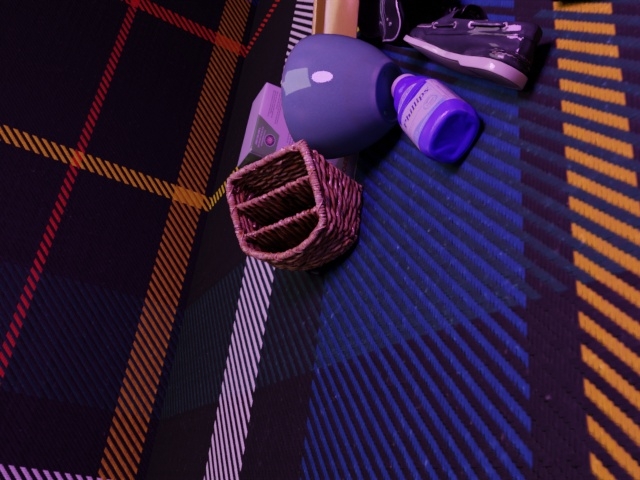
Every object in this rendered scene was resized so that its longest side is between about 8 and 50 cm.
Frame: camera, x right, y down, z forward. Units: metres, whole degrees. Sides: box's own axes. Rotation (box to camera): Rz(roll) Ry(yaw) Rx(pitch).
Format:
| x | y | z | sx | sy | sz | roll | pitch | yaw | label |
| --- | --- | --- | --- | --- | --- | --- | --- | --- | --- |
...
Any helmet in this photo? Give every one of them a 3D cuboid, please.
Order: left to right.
| x | y | z | sx | sy | sz | roll | pitch | yaw | label |
| --- | --- | --- | --- | --- | --- | --- | --- | --- | --- |
| 0.205 | -0.507 | 1.236 | 0.169 | 0.169 | 0.162 | -138 | 53 | -66 | helmet |

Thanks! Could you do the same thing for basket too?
| x | y | z | sx | sy | sz | roll | pitch | yaw | label |
| --- | --- | --- | --- | --- | --- | --- | --- | --- | --- |
| -0.082 | -0.060 | 1.356 | 0.299 | 0.223 | 0.213 | -16 | 54 | 40 | basket |

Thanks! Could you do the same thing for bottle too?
| x | y | z | sx | sy | sz | roll | pitch | yaw | label |
| --- | --- | --- | --- | --- | --- | --- | --- | --- | --- |
| 0.209 | -0.255 | 1.114 | 0.118 | 0.092 | 0.283 | -59 | 25 | 24 | bottle |

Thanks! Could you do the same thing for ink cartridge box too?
| x | y | z | sx | sy | sz | roll | pitch | yaw | label |
| --- | --- | --- | --- | --- | --- | --- | --- | --- | --- |
| -0.048 | -0.247 | 1.460 | 0.117 | 0.278 | 0.201 | -31 | 45 | 62 | ink cartridge box |

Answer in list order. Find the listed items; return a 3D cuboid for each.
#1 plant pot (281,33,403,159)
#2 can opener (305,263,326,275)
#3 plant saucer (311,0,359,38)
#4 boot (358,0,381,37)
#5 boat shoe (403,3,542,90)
| x | y | z | sx | sy | sz | roll | pitch | yaw | label |
| --- | --- | --- | --- | --- | --- | --- | --- | --- | --- |
| 0.079 | -0.328 | 1.294 | 0.195 | 0.290 | 0.290 | 8 | 78 | 37 | plant pot |
| 0.000 | 0.000 | 1.459 | 0.059 | 0.073 | 0.186 | 53 | -127 | -70 | can opener |
| 0.034 | -0.642 | 1.546 | 0.333 | 0.081 | 0.333 | -123 | 37 | -74 | plant saucer |
| 0.136 | -0.745 | 1.605 | 0.284 | 0.138 | 0.377 | -130 | 35 | -80 | boot |
| 0.269 | -0.365 | 1.024 | 0.113 | 0.127 | 0.340 | -63 | 25 | 15 | boat shoe |
